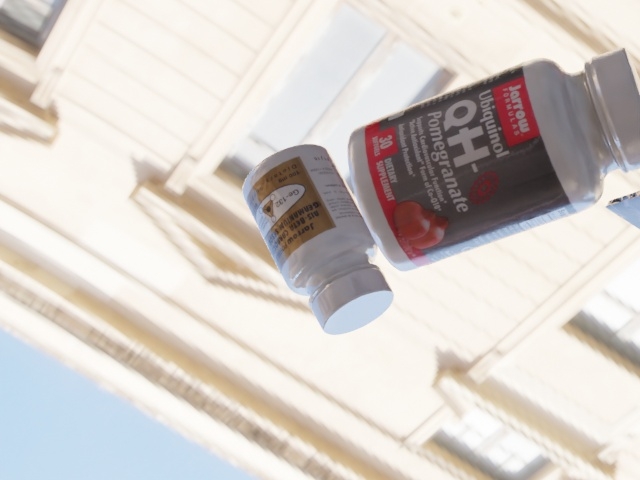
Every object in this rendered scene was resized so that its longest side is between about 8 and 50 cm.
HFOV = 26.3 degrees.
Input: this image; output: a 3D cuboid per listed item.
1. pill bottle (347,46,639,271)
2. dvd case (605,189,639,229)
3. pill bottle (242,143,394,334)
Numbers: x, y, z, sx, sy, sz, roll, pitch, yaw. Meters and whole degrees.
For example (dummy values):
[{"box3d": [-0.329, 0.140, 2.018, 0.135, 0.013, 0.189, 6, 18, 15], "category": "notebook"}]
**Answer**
[{"box3d": [0.204, -0.095, 1.507, 0.176, 0.318, 0.176, 57, -159, -37], "category": "pill bottle"}, {"box3d": [0.578, -0.009, 2.196, 0.221, 0.164, 0.018, 32, -100, -5], "category": "dvd case"}, {"box3d": [0.000, 0.000, 1.768, 0.131, 0.131, 0.229, -6, -123, -39], "category": "pill bottle"}]
